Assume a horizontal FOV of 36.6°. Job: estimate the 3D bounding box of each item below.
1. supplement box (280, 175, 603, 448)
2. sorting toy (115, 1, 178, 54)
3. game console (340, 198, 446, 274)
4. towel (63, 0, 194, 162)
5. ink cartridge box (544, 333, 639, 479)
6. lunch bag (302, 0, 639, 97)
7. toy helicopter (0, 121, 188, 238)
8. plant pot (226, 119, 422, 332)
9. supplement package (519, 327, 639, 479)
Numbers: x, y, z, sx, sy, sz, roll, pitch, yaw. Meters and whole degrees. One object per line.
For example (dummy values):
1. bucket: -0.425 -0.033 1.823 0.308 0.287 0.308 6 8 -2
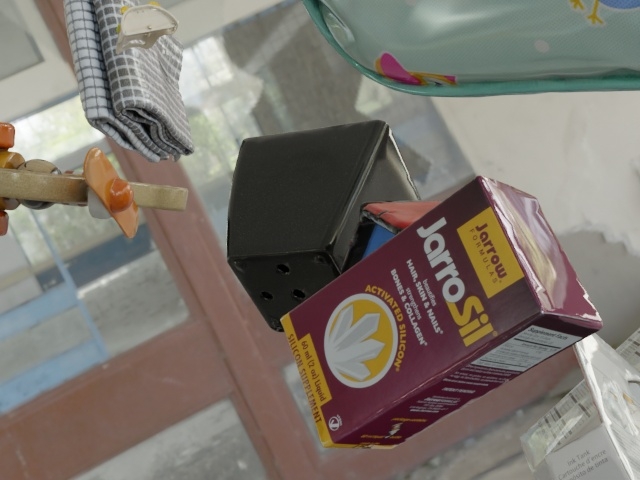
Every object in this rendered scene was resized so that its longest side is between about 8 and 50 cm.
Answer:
1. supplement box: 0.075 0.055 0.651 0.188 0.104 0.081 -38 -32 29
2. sorting toy: -0.244 -0.277 1.298 0.083 0.045 0.075 -19 -19 -34
3. game console: 0.106 0.009 0.860 0.144 0.085 0.124 -3 16 -21
4. towel: -0.307 -0.270 1.621 0.121 0.235 0.284 -19 -15 10
5. ink cartridge box: 0.299 0.228 0.849 0.066 0.296 0.261 -37 39 22
6. lunch bag: 0.065 -0.180 0.286 0.224 0.279 0.108 9 42 42
7. toy helicopter: -0.294 -0.068 1.245 0.235 0.140 0.355 5 1 36
8. plant pot: 0.000 0.000 1.079 0.187 0.188 0.167 -4 45 29
9. supplement package: 0.410 0.244 1.172 0.263 0.199 0.198 -44 -5 6
